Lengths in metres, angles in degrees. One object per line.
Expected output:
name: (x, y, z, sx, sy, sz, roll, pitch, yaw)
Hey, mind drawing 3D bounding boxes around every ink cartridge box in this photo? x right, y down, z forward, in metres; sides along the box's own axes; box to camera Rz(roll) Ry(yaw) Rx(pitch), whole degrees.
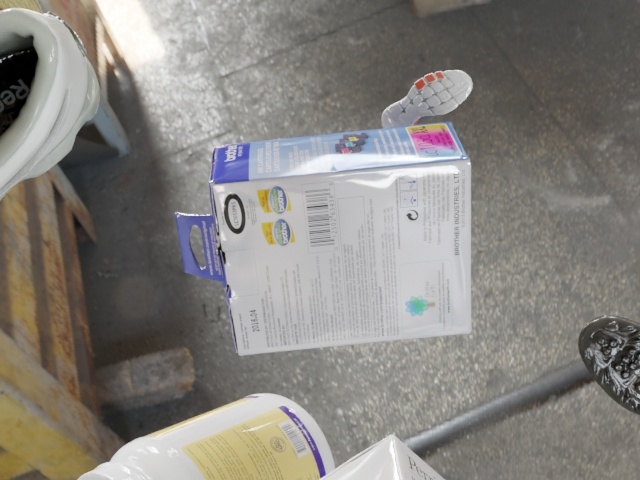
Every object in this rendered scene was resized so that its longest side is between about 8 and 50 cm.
ink cartridge box: (0.000, 0.000, 1.149, 0.395, 0.270, 0.151, -6, 27, -2)

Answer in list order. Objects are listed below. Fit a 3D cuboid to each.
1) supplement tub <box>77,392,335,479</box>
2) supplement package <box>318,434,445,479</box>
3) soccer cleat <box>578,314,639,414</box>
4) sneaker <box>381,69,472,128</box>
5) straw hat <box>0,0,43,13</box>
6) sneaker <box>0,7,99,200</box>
supplement tub: (-0.163, 0.376, 1.209, 0.331, 0.241, 0.241, -12, 41, -46)
supplement package: (0.043, 0.293, 0.451, 0.175, 0.177, 0.293, -37, 27, 18)
soccer cleat: (0.475, 0.187, 1.124, 0.318, 0.108, 0.116, 29, 19, -7)
sneaker: (0.158, -0.204, 1.203, 0.158, 0.061, 0.065, -23, 4, 42)
straw hat: (-0.290, -0.175, 0.741, 0.061, 0.144, 0.144, 23, 64, 36)
sneaker: (-0.269, -0.019, 0.484, 0.122, 0.146, 0.330, 41, 81, -9)
